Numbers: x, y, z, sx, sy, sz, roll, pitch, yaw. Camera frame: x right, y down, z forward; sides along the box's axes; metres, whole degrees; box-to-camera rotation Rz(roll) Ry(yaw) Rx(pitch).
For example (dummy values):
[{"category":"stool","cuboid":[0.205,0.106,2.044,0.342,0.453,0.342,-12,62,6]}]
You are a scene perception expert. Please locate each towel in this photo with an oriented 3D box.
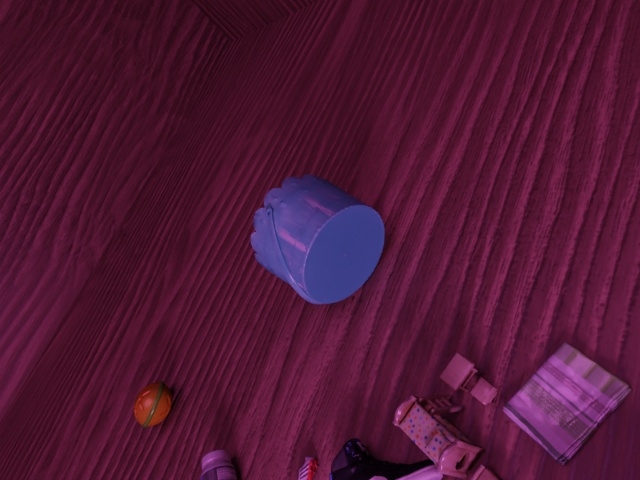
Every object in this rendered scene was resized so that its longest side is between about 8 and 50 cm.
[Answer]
[{"category":"towel","cuboid":[0.366,0.240,0.660,0.152,0.023,0.113,-50,40,3]}]

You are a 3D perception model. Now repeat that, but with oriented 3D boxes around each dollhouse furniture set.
[{"category":"dollhouse furniture set","cuboid":[0.235,0.287,0.682,0.161,0.101,0.182,-56,39,0]}]

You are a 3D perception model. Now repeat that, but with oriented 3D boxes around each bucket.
[{"category":"bucket","cuboid":[0.000,0.000,1.006,0.183,0.281,0.281,33,86,42]}]

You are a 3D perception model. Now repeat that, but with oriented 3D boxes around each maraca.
[{"category":"maraca","cuboid":[-0.482,0.470,1.252,0.185,0.099,0.127,-40,27,56]}]

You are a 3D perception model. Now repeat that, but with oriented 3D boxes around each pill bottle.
[{"category":"pill bottle","cuboid":[-0.220,0.540,0.955,0.078,0.078,0.137,-42,40,11]}]

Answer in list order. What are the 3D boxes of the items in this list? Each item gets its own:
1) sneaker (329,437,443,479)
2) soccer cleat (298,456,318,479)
[{"category":"sneaker","cuboid":[0.097,0.393,0.760,0.217,0.079,0.121,-37,43,19]},{"category":"soccer cleat","cuboid":[-0.033,0.473,0.867,0.035,0.029,0.083,-5,54,52]}]
